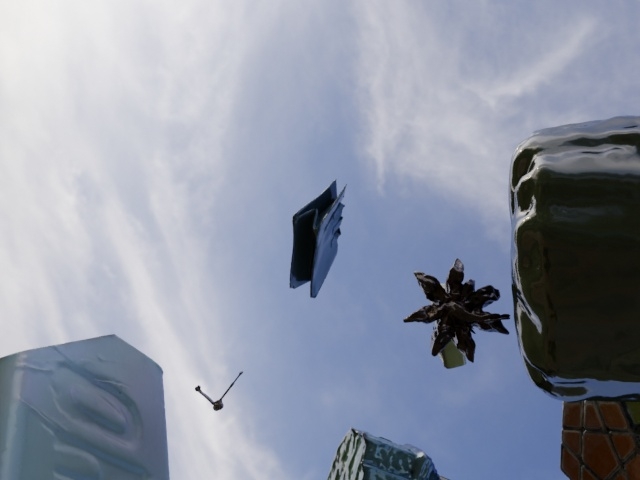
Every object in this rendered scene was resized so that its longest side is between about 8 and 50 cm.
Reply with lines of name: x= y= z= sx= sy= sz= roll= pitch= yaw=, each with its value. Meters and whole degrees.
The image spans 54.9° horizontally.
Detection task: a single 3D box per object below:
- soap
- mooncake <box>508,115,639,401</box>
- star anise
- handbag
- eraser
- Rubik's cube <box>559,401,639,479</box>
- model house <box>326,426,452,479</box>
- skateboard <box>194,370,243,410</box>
soap: x=-0.184 y=0.192 z=0.427 sx=0.095 sy=0.173 sz=0.289 roll=-28 pitch=-135 yaw=10
mooncake: x=0.339 y=0.025 z=0.778 sx=0.194 sy=0.356 sz=0.356 roll=-1 pitch=-77 yaw=16
star anise: x=0.203 y=0.105 z=0.940 sx=0.168 sy=0.168 sz=0.057 roll=45 pitch=-15 yaw=25
handbag: x=0.000 y=0.000 z=1.203 sx=0.057 sy=0.144 sz=0.221 roll=25 pitch=-39 yaw=17
eraser: x=0.291 y=0.196 z=1.432 sx=0.058 sy=0.117 sz=0.172 roll=-12 pitch=-72 yaw=4
Rubik's cube: x=0.542 y=0.320 z=0.977 sx=0.319 sy=0.319 sz=0.264 roll=37 pitch=-79 yaw=30
model house: x=0.173 y=0.540 z=1.147 sx=0.251 sy=0.330 sz=0.294 roll=122 pitch=-14 yaw=-74
skateboard: x=-0.183 y=0.264 z=1.136 sx=0.064 sy=0.032 sz=0.083 roll=40 pitch=-95 yaw=10
